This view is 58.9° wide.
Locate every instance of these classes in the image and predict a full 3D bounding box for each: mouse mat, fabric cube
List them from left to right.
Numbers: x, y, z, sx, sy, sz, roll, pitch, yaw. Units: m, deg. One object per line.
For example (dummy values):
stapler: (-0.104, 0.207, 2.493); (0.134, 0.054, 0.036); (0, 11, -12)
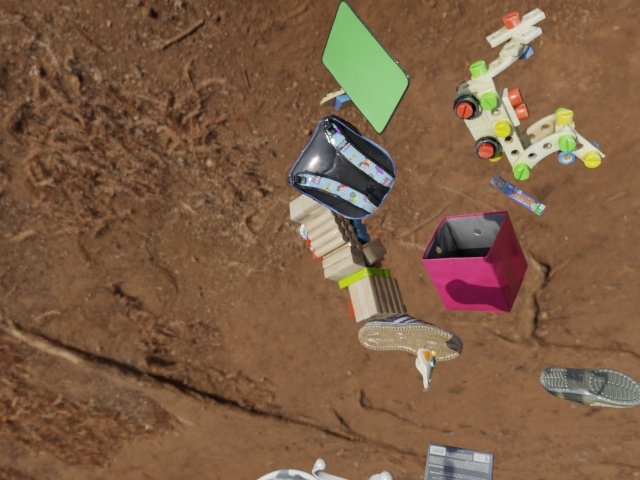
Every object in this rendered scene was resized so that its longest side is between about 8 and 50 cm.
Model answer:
mouse mat: (0.071, -0.287, 0.953); (0.007, 0.189, 0.152); (-31, 166, -25)
fabric cube: (0.558, 0.078, 2.037); (0.259, 0.254, 0.258); (-4, 128, 40)

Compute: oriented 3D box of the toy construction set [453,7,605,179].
toy construction set: (0.384, -0.258, 1.083); (0.215, 0.151, 0.327); (-17, 112, 32)

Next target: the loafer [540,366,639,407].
loafer: (0.724, 0.394, 1.520); (0.251, 0.094, 0.087); (7, 150, 24)

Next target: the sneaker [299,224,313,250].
sneaker: (0.000, 0.000, 1.977); (0.083, 0.071, 0.190); (17, 163, 32)

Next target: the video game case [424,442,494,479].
video game case: (0.402, 0.754, 1.676); (0.196, 0.274, 0.026); (3, 146, 20)

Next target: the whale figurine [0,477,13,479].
whale figurine: (-0.649, 0.572, 1.105); (0.216, 0.141, 0.272); (22, 121, -9)

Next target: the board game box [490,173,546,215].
board game box: (0.610, -0.145, 1.763); (0.136, 0.201, 0.035); (32, 106, -3)

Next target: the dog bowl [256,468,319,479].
dog bowl: (-0.059, 0.602, 1.119); (0.265, 0.264, 0.104); (-13, 140, 19)

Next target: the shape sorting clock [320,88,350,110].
shape sorting clock: (0.098, -0.365, 1.382); (0.206, 0.040, 0.206); (-21, -175, 2)

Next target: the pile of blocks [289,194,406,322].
pile of blocks: (0.049, 0.026, 1.242); (0.113, 0.362, 0.149); (-30, 178, 37)

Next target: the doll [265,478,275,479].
doll: (-0.082, 0.552, 1.065); (0.129, 0.189, 0.046); (5, 134, 3)

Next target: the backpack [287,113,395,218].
backpack: (0.048, -0.130, 1.057); (0.173, 0.117, 0.158); (31, 100, 0)

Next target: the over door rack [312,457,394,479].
over door rack: (0.107, 0.482, 0.829); (0.324, 0.239, 0.108); (17, 141, 11)

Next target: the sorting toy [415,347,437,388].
sorting toy: (0.238, 0.290, 1.270); (0.045, 0.075, 0.083); (2, 154, 7)

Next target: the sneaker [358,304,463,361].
sneaker: (0.261, 0.246, 1.557); (0.282, 0.153, 0.099); (3, 107, 26)
